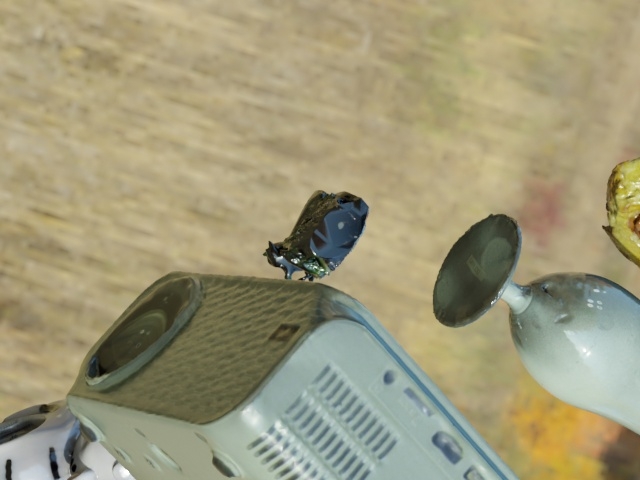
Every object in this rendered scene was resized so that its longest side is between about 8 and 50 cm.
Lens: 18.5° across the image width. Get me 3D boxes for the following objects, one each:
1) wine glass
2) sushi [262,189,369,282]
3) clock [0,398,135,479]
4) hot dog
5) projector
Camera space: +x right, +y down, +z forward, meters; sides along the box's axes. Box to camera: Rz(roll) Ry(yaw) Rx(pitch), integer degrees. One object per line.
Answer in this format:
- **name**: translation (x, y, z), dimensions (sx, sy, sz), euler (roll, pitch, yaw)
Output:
- **wine glass**: translation (0.181, 0.066, 1.373), dimensions (0.093, 0.202, 0.093), euler (-41, -148, 33)
- **sushi**: translation (0.000, 0.000, 1.728), dimensions (0.085, 0.056, 0.083), euler (-45, -167, -18)
- **clock**: translation (-0.177, 0.158, 1.375), dimensions (0.117, 0.176, 0.080), euler (-89, 162, -81)
- **hot dog**: translation (0.326, -0.005, 1.547), dimensions (0.262, 0.093, 0.123), euler (1, 129, -38)
- **projector**: translation (-0.011, 0.121, 1.029), dimensions (0.108, 0.198, 0.250), euler (-47, -161, -17)
